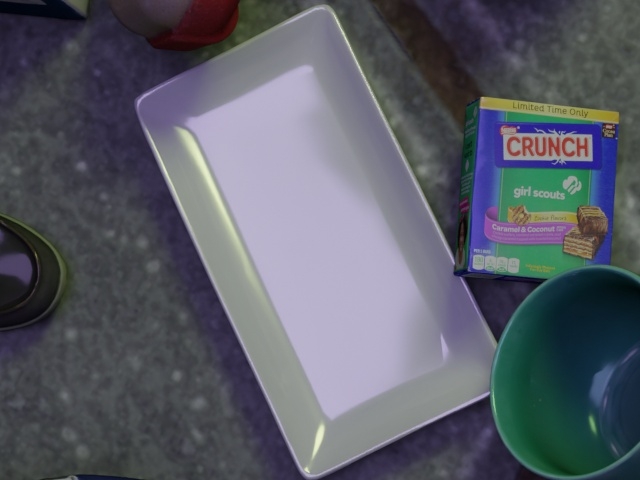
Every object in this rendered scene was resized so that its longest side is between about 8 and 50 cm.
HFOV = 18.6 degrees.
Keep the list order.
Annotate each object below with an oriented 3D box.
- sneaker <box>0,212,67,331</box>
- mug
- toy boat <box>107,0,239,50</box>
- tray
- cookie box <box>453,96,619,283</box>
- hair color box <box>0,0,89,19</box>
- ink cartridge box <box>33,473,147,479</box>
[{"bbox_3d":[-0.276,0.001,1.231,0.222,0.118,0.083,16,86,11],"label":"sneaker"},{"bbox_3d":[0.188,0.090,1.133,0.157,0.097,0.129,17,85,46],"label":"mug"},{"bbox_3d":[-0.036,-0.224,1.223,0.151,0.151,0.231,14,86,-19],"label":"toy boat"},{"bbox_3d":[0.000,0.000,1.230,0.145,0.030,0.270,-26,80,7],"label":"tray"},{"bbox_3d":[0.131,-0.029,1.191,0.091,0.040,0.107,5,84,-11],"label":"cookie box"},{"bbox_3d":[-0.194,-0.329,1.227,0.105,0.174,0.347,7,84,12],"label":"hair color box"},{"bbox_3d":[-0.215,0.181,1.177,0.332,0.165,0.065,-5,81,8],"label":"ink cartridge box"}]
